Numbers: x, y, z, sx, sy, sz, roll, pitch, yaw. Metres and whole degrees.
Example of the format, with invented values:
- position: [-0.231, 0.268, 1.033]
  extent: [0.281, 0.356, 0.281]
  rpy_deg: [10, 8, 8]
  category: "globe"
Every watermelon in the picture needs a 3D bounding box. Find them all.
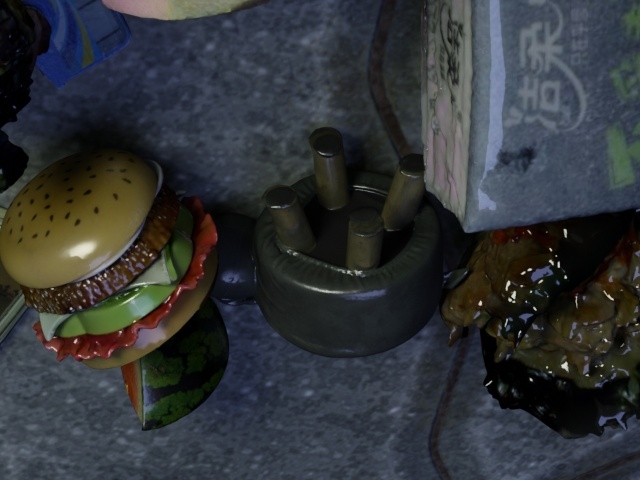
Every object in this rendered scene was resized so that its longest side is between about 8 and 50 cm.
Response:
- position: [-0.148, 0.099, 1.489]
  extent: [0.094, 0.135, 0.125]
  rpy_deg: [-5, 152, 38]
  category: "watermelon"

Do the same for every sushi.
- position: [0.210, 0.031, 1.473]
  extent: [0.225, 0.238, 0.219]
  rpy_deg: [-9, 140, 37]
  category: "sushi"

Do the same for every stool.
- position: [0.001, 0.006, 1.405]
  extent: [0.228, 0.153, 0.139]
  rpy_deg: [-12, 134, -9]
  category: "stool"

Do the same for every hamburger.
- position: [-0.170, 0.002, 1.340]
  extent: [0.175, 0.175, 0.137]
  rpy_deg: [-30, 121, 8]
  category: "hamburger"

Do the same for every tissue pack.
- position: [0.276, -0.175, 1.307]
  extent: [0.394, 0.124, 0.288]
  rpy_deg: [-9, 113, -14]
  category: "tissue pack"

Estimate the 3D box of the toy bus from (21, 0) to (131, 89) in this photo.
- position: [-0.212, -0.215, 1.175]
  extent: [0.094, 0.079, 0.236]
  rpy_deg: [-34, 137, -11]
  category: "toy bus"

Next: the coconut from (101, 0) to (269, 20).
- position: [-0.076, -0.257, 1.086]
  extent: [0.233, 0.233, 0.245]
  rpy_deg: [-19, 132, -3]
  category: "coconut"

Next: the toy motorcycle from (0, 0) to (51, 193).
- position: [-0.282, -0.115, 1.146]
  extent: [0.134, 0.207, 0.401]
  rpy_deg: [-52, 176, -20]
  category: "toy motorcycle"

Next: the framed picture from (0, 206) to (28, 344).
- position: [-0.348, 0.028, 1.393]
  extent: [0.252, 0.014, 0.197]
  rpy_deg: [22, 121, -35]
  category: "framed picture"
